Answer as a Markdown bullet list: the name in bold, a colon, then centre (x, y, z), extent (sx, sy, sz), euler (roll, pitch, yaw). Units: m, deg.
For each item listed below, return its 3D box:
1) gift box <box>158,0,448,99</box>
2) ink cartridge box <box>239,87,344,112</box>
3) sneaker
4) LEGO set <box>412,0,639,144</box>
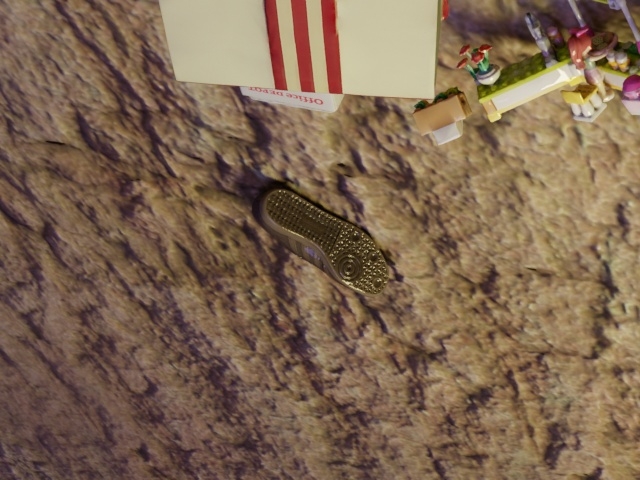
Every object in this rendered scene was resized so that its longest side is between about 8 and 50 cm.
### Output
- **gift box**: centre (-0.027, -0.266, 1.185), extent (0.277, 0.255, 0.258), euler (1, 151, 2)
- **ink cartridge box**: centre (-0.034, -0.205, 1.530), extent (0.109, 0.063, 0.150), euler (13, 148, 20)
- **sneaker**: centre (0.000, 0.000, 1.846), extent (0.188, 0.066, 0.071), euler (39, 164, -14)
- **LEGO set**: centre (0.199, -0.167, 1.372), extent (0.287, 0.132, 0.107), euler (1, 134, 45)
